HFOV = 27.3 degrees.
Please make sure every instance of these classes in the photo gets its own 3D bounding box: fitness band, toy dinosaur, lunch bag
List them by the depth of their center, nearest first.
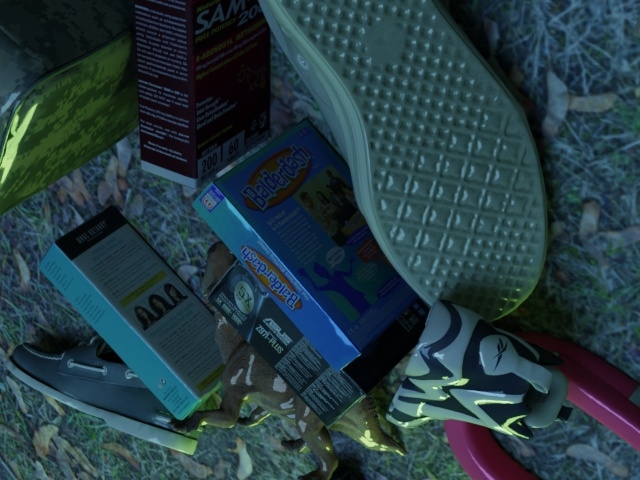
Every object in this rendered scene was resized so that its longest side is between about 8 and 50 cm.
[{"bbox_3d":[0.251,0.215,1.285,0.291,0.054,0.209,37,133,15],"label":"fitness band"},{"bbox_3d":[-0.312,-0.200,1.289,0.256,0.305,0.212,39,130,7],"label":"lunch bag"},{"bbox_3d":[-0.028,0.137,1.410,0.295,0.127,0.200,26,102,6],"label":"toy dinosaur"}]

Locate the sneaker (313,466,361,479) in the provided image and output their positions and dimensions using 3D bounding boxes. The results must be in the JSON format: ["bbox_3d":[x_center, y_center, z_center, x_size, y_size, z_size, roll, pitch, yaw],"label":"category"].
[{"bbox_3d":[0.057,0.360,1.500,0.232,0.081,0.090,55,141,-2],"label":"sneaker"}]

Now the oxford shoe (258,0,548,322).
[{"bbox_3d":[0.069,-0.128,1.172,0.449,0.169,0.130,59,178,-18],"label":"oxford shoe"}]

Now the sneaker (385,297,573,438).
[{"bbox_3d":[0.152,0.142,1.220,0.153,0.094,0.235,24,151,7],"label":"sneaker"}]

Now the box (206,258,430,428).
[{"bbox_3d":[0.003,0.068,1.316,0.180,0.147,0.077,47,135,5],"label":"box"}]

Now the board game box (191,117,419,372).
[{"bbox_3d":[0.000,0.000,1.268,0.210,0.160,0.047,50,135,2],"label":"board game box"}]

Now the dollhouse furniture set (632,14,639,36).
[{"bbox_3d":[0.320,-0.149,0.775,0.303,0.355,0.174,29,109,20],"label":"dollhouse furniture set"}]

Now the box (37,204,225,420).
[{"bbox_3d":[-0.202,0.082,1.513,0.244,0.100,0.060,47,135,4],"label":"box"}]

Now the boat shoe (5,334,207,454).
[{"bbox_3d":[-0.263,0.172,1.640,0.319,0.116,0.099,17,83,37],"label":"boat shoe"}]

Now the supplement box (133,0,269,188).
[{"bbox_3d":[-0.111,-0.186,1.259,0.073,0.130,0.239,20,128,26],"label":"supplement box"}]
